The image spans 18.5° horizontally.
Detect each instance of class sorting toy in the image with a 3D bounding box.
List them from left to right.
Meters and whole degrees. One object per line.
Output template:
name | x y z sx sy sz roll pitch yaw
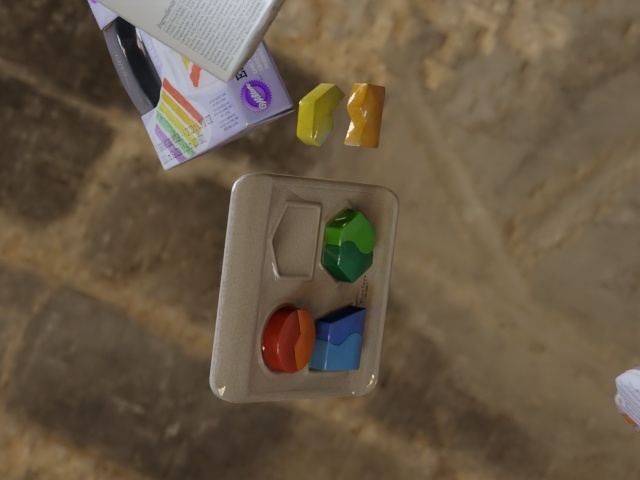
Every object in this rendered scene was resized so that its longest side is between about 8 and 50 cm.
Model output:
sorting toy | 0.000 0.000 1.860 0.041 0.307 0.229 9 -177 39

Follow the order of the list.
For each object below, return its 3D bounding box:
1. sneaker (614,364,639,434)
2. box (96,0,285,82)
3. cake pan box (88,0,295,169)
sneaker | 0.343 0.099 1.633 0.124 0.180 0.321 46 178 1
box | -0.164 -0.268 1.796 0.275 0.113 0.094 34 -154 -1
cake pan box | -0.149 -0.214 2.083 0.070 0.267 0.245 -23 -87 -25
